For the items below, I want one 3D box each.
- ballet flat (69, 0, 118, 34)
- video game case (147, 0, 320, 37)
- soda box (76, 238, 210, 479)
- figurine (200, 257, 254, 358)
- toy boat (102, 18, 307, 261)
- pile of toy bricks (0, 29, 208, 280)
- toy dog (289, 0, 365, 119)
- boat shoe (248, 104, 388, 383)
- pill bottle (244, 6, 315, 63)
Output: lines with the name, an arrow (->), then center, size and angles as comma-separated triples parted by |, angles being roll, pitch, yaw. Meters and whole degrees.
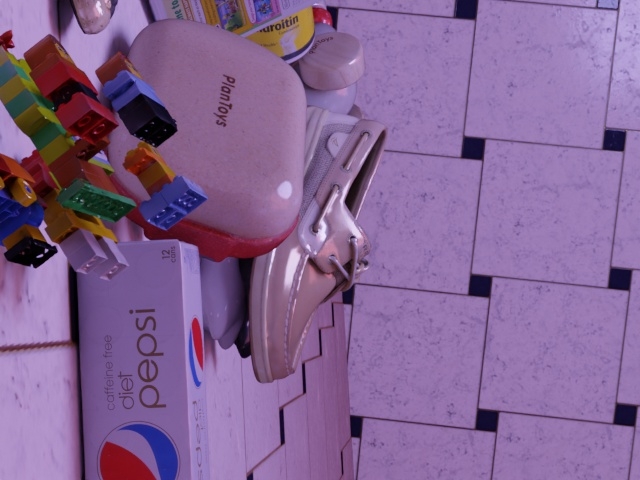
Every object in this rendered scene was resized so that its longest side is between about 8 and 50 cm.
ballet flat -> -0.144, -0.201, 0.900 | 0.173, 0.049, 0.057 | -88, 172, -46
video game case -> -0.062, -0.252, 1.118 | 0.023, 0.193, 0.212 | 59, -8, 27
soda box -> -0.117, 0.110, 0.880 | 0.069, 0.074, 0.216 | 35, 52, -84
figurine -> -0.085, 0.006, 1.283 | 0.215, 0.092, 0.209 | 50, 41, -80
toy boat -> -0.098, -0.060, 1.015 | 0.231, 0.151, 0.151 | -87, -158, -46
pile of toy bricks -> -0.140, -0.059, 0.676 | 0.105, 0.118, 0.212 | 55, 7, 16
toy dog -> -0.045, -0.237, 1.733 | 0.333, 0.161, 0.220 | -118, -161, -66
boat shoe -> 0.000, 0.000, 1.259 | 0.109, 0.098, 0.302 | 86, 15, -56
pill bottle -> -0.065, -0.301, 1.539 | 0.184, 0.103, 0.103 | 81, 8, -48
